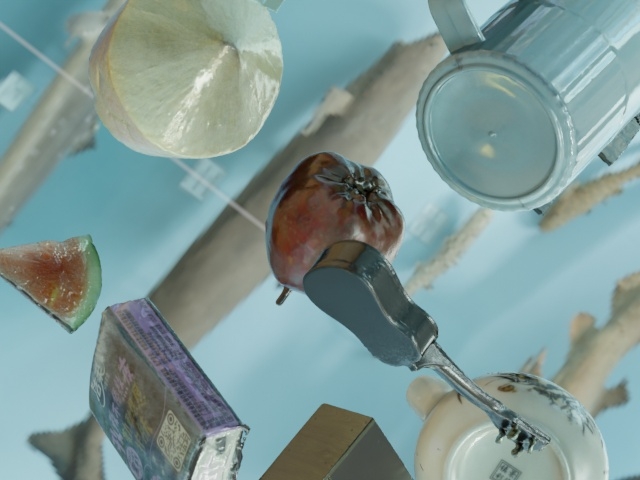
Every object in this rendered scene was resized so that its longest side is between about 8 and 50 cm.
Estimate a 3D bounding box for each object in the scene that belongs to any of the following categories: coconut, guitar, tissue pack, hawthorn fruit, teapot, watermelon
[{"bbox_3d":[-0.201,-0.271,1.854,0.329,0.329,0.329,-52,-179,1],"label":"coconut"},{"bbox_3d":[0.096,0.105,1.029,0.084,0.271,0.038,-24,-153,55],"label":"guitar"},{"bbox_3d":[-0.278,0.303,2.098,0.122,0.361,0.259,-9,130,-35],"label":"tissue pack"},{"bbox_3d":[0.000,0.000,1.774,0.248,0.208,0.208,-51,-178,30],"label":"hawthorn fruit"},{"bbox_3d":[0.226,0.261,1.346,0.208,0.300,0.166,-56,-178,-1],"label":"teapot"},{"bbox_3d":[-0.464,0.083,1.968,0.136,0.202,0.207,-62,-142,35],"label":"watermelon"}]

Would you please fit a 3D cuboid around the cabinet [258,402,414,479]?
[{"bbox_3d":[0.019,0.433,2.138,0.148,0.175,0.215,8,-133,50],"label":"cabinet"}]

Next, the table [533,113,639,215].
[{"bbox_3d":[0.453,-0.243,2.427,0.196,0.282,0.250,-45,-178,-37],"label":"table"}]

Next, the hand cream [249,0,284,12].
[{"bbox_3d":[-0.177,-0.400,1.677,0.109,0.321,0.067,-57,164,-34],"label":"hand cream"}]

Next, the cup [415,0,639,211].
[{"bbox_3d":[0.307,-0.240,1.697,0.311,0.257,0.331,-43,139,-44],"label":"cup"}]
